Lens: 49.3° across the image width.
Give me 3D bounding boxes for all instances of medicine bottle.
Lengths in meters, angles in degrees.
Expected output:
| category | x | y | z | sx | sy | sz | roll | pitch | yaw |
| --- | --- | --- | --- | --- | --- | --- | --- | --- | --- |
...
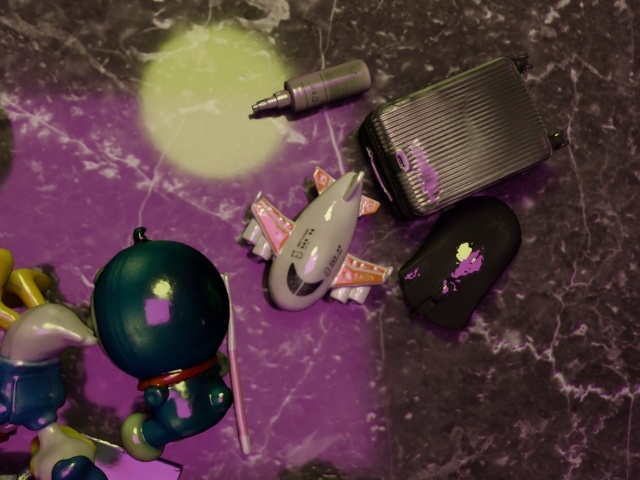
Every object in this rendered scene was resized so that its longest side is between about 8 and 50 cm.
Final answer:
| category | x | y | z | sx | sy | sz | roll | pitch | yaw |
| --- | --- | --- | --- | --- | --- | --- | --- | --- | --- |
| medicine bottle | -0.018 | -0.243 | 1.137 | 0.199 | 0.057 | 0.058 | -19 | 89 | -13 |

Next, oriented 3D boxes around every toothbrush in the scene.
| category | x | y | z | sx | sy | sz | roll | pitch | yaw |
| --- | --- | --- | --- | --- | --- | --- | --- | --- | --- |
| toothbrush | -0.138 | 0.193 | 1.093 | 0.025 | 0.020 | 0.286 | -8 | 86 | -9 |

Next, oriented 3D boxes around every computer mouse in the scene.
| category | x | y | z | sx | sy | sz | roll | pitch | yaw |
| --- | --- | --- | --- | --- | --- | --- | --- | --- | --- |
| computer mouse | 0.240 | 0.031 | 1.155 | 0.147 | 0.088 | 0.264 | 40 | 81 | -3 |

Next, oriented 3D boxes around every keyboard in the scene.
| category | x | y | z | sx | sy | sz | roll | pitch | yaw |
| --- | --- | --- | --- | --- | --- | --- | --- | --- | --- |
| keyboard | -0.299 | 0.340 | 1.049 | 0.176 | 0.014 | 0.055 | 22 | 80 | -9 |

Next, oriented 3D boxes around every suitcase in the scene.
| category | x | y | z | sx | sy | sz | roll | pitch | yaw |
| --- | --- | --- | --- | --- | --- | --- | --- | --- | --- |
| suitcase | 0.229 | -0.169 | 1.144 | 0.312 | 0.128 | 0.202 | -23 | 89 | -12 |

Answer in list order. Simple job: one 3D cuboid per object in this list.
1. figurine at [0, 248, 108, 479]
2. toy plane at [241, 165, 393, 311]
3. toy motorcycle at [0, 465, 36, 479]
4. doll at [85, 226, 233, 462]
| category | x | y | z | sx | sy | sz | roll | pitch | yaw |
| --- | --- | --- | --- | --- | --- | --- | --- | --- | --- |
| figurine | -0.397 | 0.223 | 0.907 | 0.283 | 0.204 | 0.338 | -44 | 71 | 13 |
| toy plane | 0.000 | 0.000 | 1.089 | 0.244 | 0.117 | 0.245 | 1 | 85 | -13 |
| toy motorcycle | -0.481 | 0.389 | 0.947 | 0.270 | 0.106 | 0.159 | 1 | 65 | -23 |
| doll | -0.214 | 0.136 | 0.991 | 0.186 | 0.198 | 0.322 | -15 | 97 | 23 |
